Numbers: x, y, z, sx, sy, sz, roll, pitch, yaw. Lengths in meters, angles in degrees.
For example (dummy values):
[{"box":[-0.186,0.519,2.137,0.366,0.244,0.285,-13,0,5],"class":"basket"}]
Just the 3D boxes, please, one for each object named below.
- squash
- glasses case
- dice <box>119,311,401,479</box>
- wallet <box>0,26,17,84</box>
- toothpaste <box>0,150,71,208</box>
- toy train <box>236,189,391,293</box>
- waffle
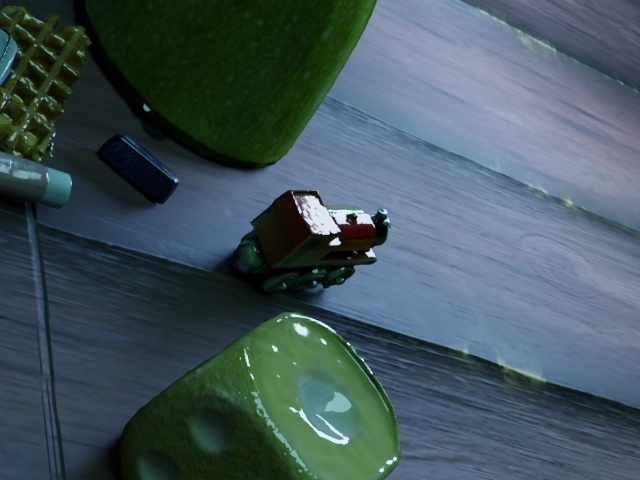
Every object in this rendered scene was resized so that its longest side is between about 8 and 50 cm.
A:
[{"box":[-0.044,-0.283,1.642,0.310,0.309,0.310,32,38,-29],"class":"squash"},{"box":[-0.175,-0.073,1.530,0.083,0.033,0.023,40,24,-16],"class":"glasses case"},{"box":[-0.050,0.173,1.313,0.166,0.169,0.169,55,33,6],"class":"dice"},{"box":[-0.363,-0.115,1.283,0.176,0.075,0.250,28,45,-15],"class":"wallet"},{"box":[-0.315,-0.070,1.363,0.205,0.036,0.056,18,42,-33],"class":"toothpaste"},{"box":[0.000,0.000,1.590,0.176,0.118,0.074,-1,61,-48],"class":"toy train"},{"box":[-0.273,-0.145,1.474,0.161,0.046,0.192,11,51,-44],"class":"waffle"}]
